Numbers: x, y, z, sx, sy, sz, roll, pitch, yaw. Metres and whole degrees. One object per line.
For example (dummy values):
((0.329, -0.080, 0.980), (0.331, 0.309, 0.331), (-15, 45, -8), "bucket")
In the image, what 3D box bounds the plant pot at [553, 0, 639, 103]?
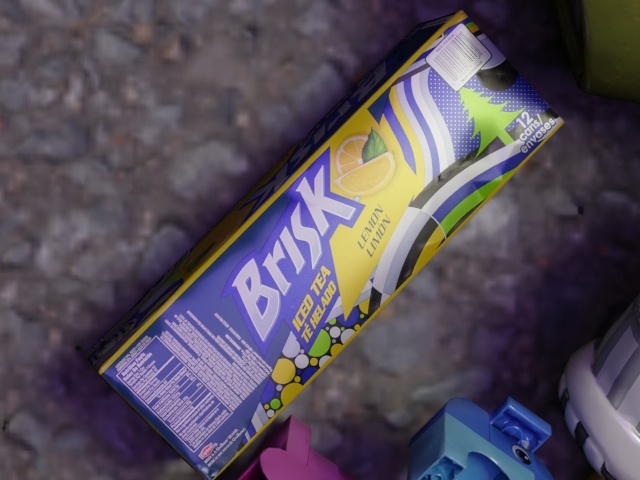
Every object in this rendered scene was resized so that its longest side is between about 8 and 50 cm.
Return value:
((0.215, -0.138, 0.577), (0.293, 0.275, 0.275), (-10, 93, 3), "plant pot")

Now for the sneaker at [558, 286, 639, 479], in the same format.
((0.198, 0.017, 0.601), (0.228, 0.132, 0.086), (-9, 52, -26), "sneaker")

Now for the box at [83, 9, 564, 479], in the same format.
((0.000, 0.000, 0.620), (0.169, 0.059, 0.054), (-45, 100, -7), "box")

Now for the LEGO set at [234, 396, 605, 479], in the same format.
((0.078, 0.107, 0.633), (0.227, 0.093, 0.087), (36, 115, -14), "LEGO set")
